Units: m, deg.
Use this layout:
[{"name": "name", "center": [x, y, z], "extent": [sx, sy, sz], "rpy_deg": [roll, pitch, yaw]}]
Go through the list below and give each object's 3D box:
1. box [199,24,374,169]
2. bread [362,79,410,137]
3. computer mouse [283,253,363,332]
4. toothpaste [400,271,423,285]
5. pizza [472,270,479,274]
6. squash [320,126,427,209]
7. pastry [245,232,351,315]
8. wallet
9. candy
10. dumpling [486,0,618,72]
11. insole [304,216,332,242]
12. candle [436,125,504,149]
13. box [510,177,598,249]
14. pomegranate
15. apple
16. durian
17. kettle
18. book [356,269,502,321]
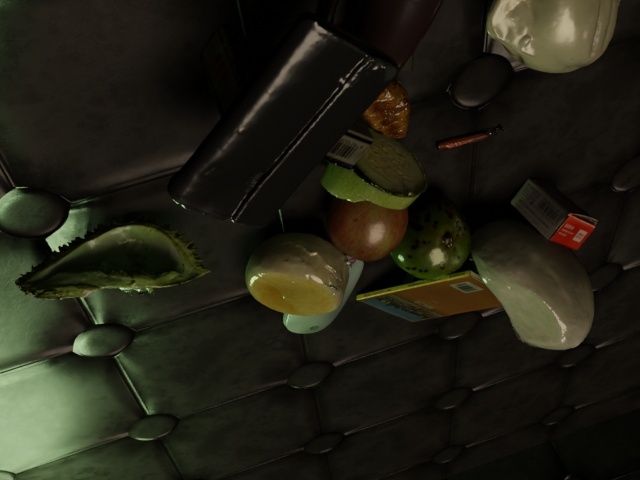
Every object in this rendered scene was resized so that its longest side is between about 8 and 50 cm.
[{"name": "box", "center": [-0.060, -0.263, 1.492], "extent": [0.310, 0.198, 0.084], "rpy_deg": [16, 128, -39]}, {"name": "bread", "center": [0.127, -0.294, 1.650], "extent": [0.105, 0.075, 0.233], "rpy_deg": [-22, 151, 18]}, {"name": "computer mouse", "center": [0.006, 0.150, 2.095], "extent": [0.160, 0.097, 0.288], "rpy_deg": [8, 135, -31]}, {"name": "toothpaste", "center": [0.268, 0.082, 2.189], "extent": [0.069, 0.047, 0.268], "rpy_deg": [-25, 149, -29]}, {"name": "pizza", "center": [0.396, 0.144, 2.326], "extent": [0.134, 0.046, 0.175], "rpy_deg": [10, 131, -36]}, {"name": "squash", "center": [0.117, -0.135, 1.719], "extent": [0.220, 0.220, 0.133], "rpy_deg": [5, 130, -31]}, {"name": "pastry", "center": [-0.052, 0.085, 1.908], "extent": [0.265, 0.133, 0.264], "rpy_deg": [9, 143, 7]}, {"name": "wallet", "center": [-0.065, -0.188, 1.365], "extent": [0.228, 0.062, 0.406], "rpy_deg": [18, 126, -41]}, {"name": "candy", "center": [0.578, 0.089, 2.086], "extent": [0.186, 0.386, 0.427], "rpy_deg": [-39, 174, 29]}, {"name": "dumpling", "center": [0.487, -0.471, 1.511], "extent": [0.395, 0.233, 0.315], "rpy_deg": [-3, 137, -45]}, {"name": "insole", "center": [0.000, 0.000, 1.990], "extent": [0.064, 0.004, 0.188], "rpy_deg": [-23, 142, -1]}, {"name": "candle", "center": [0.353, -0.239, 1.872], "extent": [0.168, 0.021, 0.026], "rpy_deg": [-15, 121, -9]}, {"name": "box", "center": [0.604, -0.071, 2.063], "extent": [0.133, 0.182, 0.099], "rpy_deg": [15, 117, -36]}, {"name": "pomegranate", "center": [0.258, -0.005, 1.986], "extent": [0.211, 0.210, 0.263], "rpy_deg": [-3, 179, -24]}, {"name": "apple", "center": [0.110, -0.052, 1.839], "extent": [0.188, 0.188, 0.173], "rpy_deg": [6, 129, -32]}, {"name": "durian", "center": [-0.442, 0.070, 1.697], "extent": [0.395, 0.198, 0.163], "rpy_deg": [-7, 141, -16]}, {"name": "kettle", "center": [0.110, -0.412, 1.460], "extent": [0.202, 0.144, 0.232], "rpy_deg": [14, 135, -12]}, {"name": "book", "center": [0.324, 0.159, 2.188], "extent": [0.374, 0.028, 0.263], "rpy_deg": [-15, 153, 40]}]
